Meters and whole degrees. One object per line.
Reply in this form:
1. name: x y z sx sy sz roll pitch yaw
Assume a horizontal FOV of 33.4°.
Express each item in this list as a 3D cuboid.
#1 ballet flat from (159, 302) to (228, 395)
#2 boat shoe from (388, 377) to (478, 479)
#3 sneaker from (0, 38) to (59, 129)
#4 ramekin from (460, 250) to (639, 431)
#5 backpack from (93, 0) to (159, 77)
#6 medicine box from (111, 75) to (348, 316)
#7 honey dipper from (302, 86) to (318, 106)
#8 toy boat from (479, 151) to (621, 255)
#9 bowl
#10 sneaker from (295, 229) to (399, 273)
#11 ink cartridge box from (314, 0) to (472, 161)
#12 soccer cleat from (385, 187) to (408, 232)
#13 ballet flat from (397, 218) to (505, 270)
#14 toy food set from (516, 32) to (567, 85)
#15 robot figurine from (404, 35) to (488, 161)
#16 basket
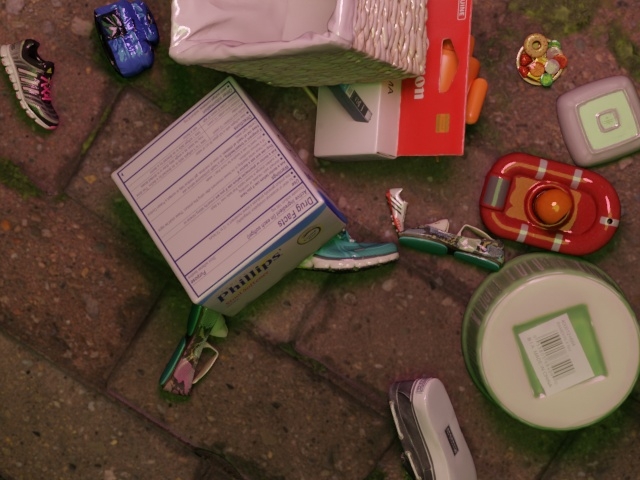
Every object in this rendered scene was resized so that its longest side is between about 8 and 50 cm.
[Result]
1. ballet flat: -0.212 0.176 1.880 0.079 0.077 0.221 20 101 -17
2. boat shoe: 0.191 0.380 1.857 0.102 0.108 0.301 -8 110 36
3. sneaker: -0.491 -0.277 1.853 0.075 0.063 0.170 -27 88 12
4. ramekin: 0.393 0.175 1.795 0.303 0.148 0.303 0 95 4
5. backpack: -0.326 -0.344 1.820 0.101 0.098 0.120 -18 93 2
6. medicine box: -0.150 -0.069 1.763 0.263 0.149 0.289 -38 70 6
7. honey dipper: -0.040 -0.283 1.842 0.030 0.030 0.160 -37 93 6
8. toy boat: 0.385 -0.057 1.773 0.231 0.151 0.151 14 96 2
9. bowl: 0.481 -0.202 1.804 0.142 0.053 0.142 -19 93 7
10. sneaker: 0.000 0.000 1.832 0.275 0.107 0.110 6 87 3
11. ink cartridge box: 0.114 -0.281 1.726 0.261 0.066 0.296 1 86 41
12. soccer cleat: 0.138 -0.051 1.852 0.036 0.029 0.083 -16 89 9
13. ballet flat: 0.228 -0.002 1.841 0.188 0.070 0.070 17 96 0
14. toy food set: 0.377 -0.306 1.817 0.083 0.020 0.083 25 96 1
15. robot figurine: 0.193 -0.244 1.780 0.158 0.128 0.219 14 96 3
16. basket: -0.019 -0.416 1.632 0.331 0.266 0.328 1 86 37
